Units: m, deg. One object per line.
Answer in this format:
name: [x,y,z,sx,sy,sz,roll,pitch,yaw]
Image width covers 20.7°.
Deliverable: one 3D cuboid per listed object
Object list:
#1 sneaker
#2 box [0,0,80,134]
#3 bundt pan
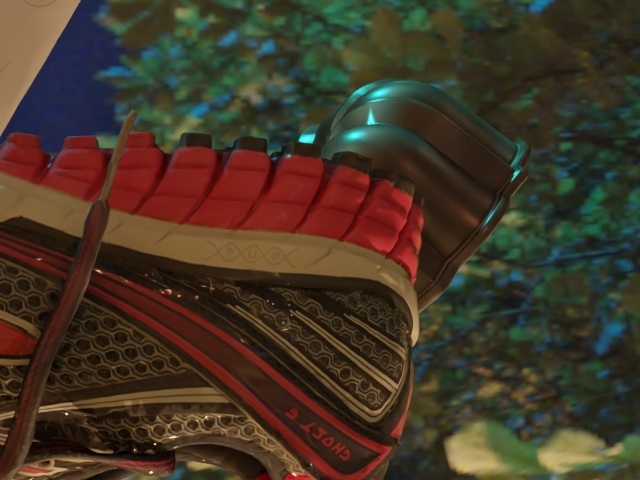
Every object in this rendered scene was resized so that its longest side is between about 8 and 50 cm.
sneaker: [-0.115,0.022,0.503,0.121,0.299,0.112,141,-47,-77]
box: [-0.295,-0.148,1.047,0.168,0.215,0.345,10,-116,39]
bundt pan: [0.000,0.000,1.334,0.124,0.331,0.331,45,-53,-8]
